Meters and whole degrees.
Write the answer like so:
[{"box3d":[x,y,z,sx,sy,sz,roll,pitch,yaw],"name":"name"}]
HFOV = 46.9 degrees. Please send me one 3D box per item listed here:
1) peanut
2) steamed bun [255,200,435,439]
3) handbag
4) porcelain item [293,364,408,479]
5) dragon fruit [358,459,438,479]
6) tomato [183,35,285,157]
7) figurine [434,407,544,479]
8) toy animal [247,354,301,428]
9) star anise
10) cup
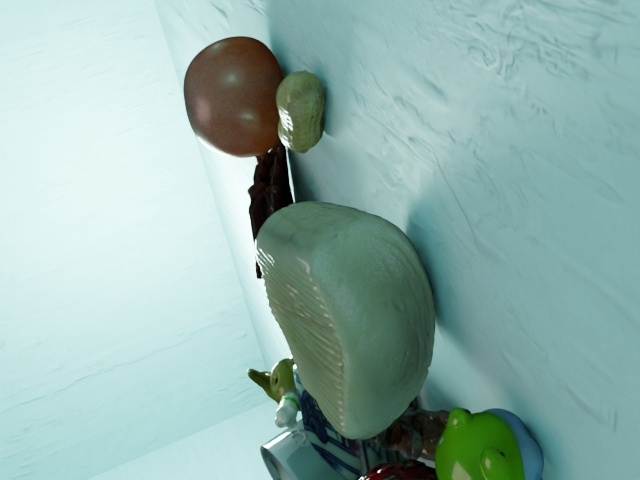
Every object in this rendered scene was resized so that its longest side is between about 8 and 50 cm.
[{"box3d":[-0.039,-0.236,1.372,0.098,0.090,0.214,50,160,22],"name":"peanut"},{"box3d":[0.064,0.109,1.192,0.247,0.236,0.383,30,140,58],"name":"steamed bun"},{"box3d":[-0.112,-0.074,1.757,0.275,0.084,0.260,84,-172,-51],"name":"handbag"},{"box3d":[0.070,0.363,1.575,0.281,0.157,0.285,18,123,56],"name":"porcelain item"},{"box3d":[0.162,0.553,1.318,0.329,0.329,0.329,159,90,-77],"name":"dragon fruit"},{"box3d":[-0.173,-0.297,1.557,0.256,0.225,0.255,167,90,-82],"name":"tomato"},{"box3d":[0.248,0.345,1.035,0.263,0.143,0.162,65,178,-35],"name":"figurine"},{"box3d":[-0.066,0.351,1.862,0.180,0.181,0.363,54,175,7],"name":"toy animal"},{"box3d":[0.140,0.314,1.308,0.257,0.199,0.110,-157,79,-70],"name":"star anise"},{"box3d":[0.061,0.578,1.817,0.356,0.275,0.259,48,157,24],"name":"cup"}]
